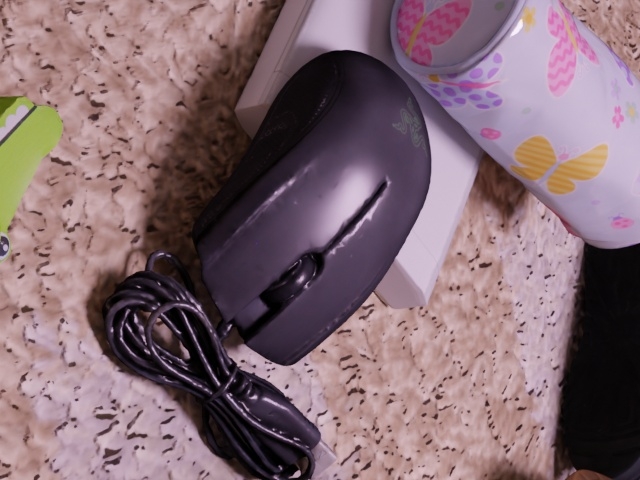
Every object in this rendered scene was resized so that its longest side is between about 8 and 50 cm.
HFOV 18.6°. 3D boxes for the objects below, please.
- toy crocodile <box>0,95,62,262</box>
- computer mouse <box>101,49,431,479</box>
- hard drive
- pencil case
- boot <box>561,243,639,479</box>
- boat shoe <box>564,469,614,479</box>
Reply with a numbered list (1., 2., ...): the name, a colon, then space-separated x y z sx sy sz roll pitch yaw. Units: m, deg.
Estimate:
1. toy crocodile: -0.229 0.049 0.887 0.340 0.115 0.105 -57 132 -39
2. computer mouse: 0.000 0.000 1.187 0.188 0.072 0.272 46 61 -34
3. hard drive: 0.057 -0.134 1.361 0.203 0.040 0.307 51 47 -34
4. pencil case: 0.163 -0.101 1.365 0.273 0.113 0.124 37 46 -43
5. boot: 0.291 0.116 1.567 0.207 0.094 0.246 37 49 -38
6. boat shoe: 0.241 0.259 1.475 0.302 0.098 0.109 28 31 -45
